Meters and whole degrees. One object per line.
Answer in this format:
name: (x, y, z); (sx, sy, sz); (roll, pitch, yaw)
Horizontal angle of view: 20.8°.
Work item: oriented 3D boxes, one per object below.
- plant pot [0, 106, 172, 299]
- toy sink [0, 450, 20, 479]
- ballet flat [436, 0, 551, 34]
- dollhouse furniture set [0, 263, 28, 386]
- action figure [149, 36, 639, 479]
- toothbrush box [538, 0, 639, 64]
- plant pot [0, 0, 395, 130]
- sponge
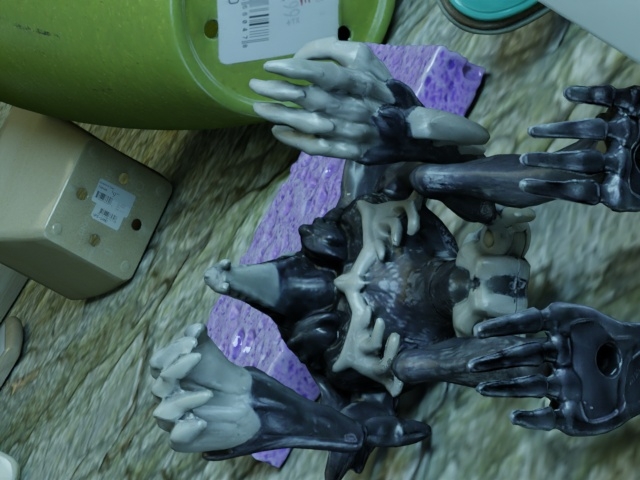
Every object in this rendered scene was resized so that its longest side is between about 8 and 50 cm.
plant pot: (-0.164, -0.023, 1.180); (0.096, 0.109, 0.109); (9, 72, 56)
toy sink: (-0.325, 0.176, 1.220); (0.131, 0.234, 0.152); (61, -126, -79)
ballet flat: (0.118, -0.180, 0.772); (0.213, 0.072, 0.068); (-61, -7, -1)
dollhouse furniture set: (-0.378, -0.019, 1.387); (0.198, 0.303, 0.286); (-56, 21, 17)
action figure: (0.019, 0.008, 0.642); (0.276, 0.141, 0.164); (-12, 64, 62)
toothbrush box: (0.154, -0.183, 0.450); (0.295, 0.216, 0.126); (-42, 28, 41)
plant pot: (-0.091, -0.171, 1.014); (0.293, 0.275, 0.274); (33, 95, 53)
sponge: (0.000, 0.000, 0.848); (0.210, 0.031, 0.117); (-62, 20, -1)
